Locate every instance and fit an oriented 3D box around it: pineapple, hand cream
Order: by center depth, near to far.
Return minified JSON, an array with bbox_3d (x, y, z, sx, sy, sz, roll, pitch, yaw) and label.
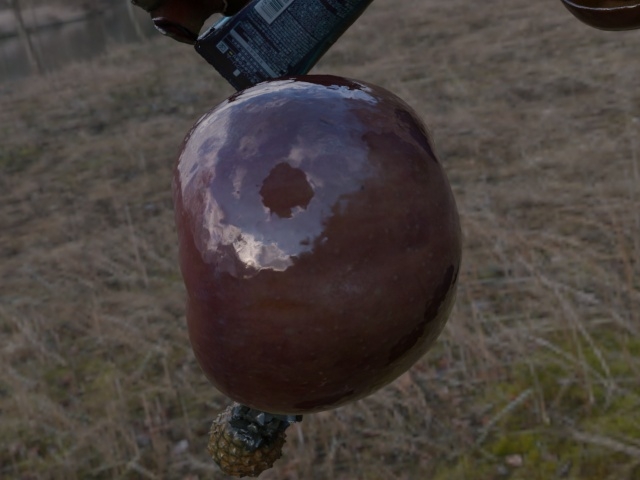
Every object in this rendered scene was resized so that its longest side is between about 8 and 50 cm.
[{"bbox_3d":[-0.022,-0.250,1.138,0.270,0.120,0.061,-38,15,34],"label":"hand cream"},{"bbox_3d":[-0.094,0.284,1.607,0.128,0.128,0.248,-18,-20,-28],"label":"pineapple"}]

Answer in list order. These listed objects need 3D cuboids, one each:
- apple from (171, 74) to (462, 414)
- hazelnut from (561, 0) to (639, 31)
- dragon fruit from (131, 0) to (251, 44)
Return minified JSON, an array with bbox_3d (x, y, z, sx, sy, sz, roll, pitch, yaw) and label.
[{"bbox_3d":[0.000,0.000,0.894,0.235,0.306,0.306,-8,14,1],"label":"apple"},{"bbox_3d":[0.368,-0.388,1.284,0.217,0.251,0.217,-20,36,15],"label":"hazelnut"},{"bbox_3d":[-0.061,-0.211,0.574,0.188,0.182,0.182,-26,8,20],"label":"dragon fruit"}]
